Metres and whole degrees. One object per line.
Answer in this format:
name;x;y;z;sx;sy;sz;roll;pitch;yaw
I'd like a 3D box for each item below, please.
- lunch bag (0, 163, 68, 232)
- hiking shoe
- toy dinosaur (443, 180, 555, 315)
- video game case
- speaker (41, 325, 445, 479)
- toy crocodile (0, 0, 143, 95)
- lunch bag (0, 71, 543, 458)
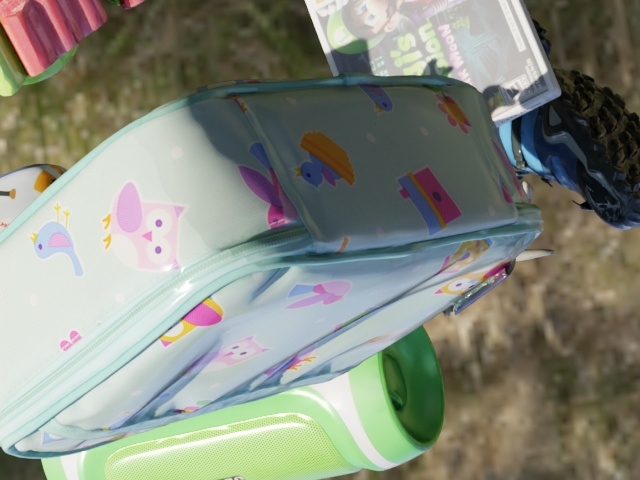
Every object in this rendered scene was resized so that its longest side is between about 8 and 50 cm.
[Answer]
lunch bag;-0.257;0.050;1.556;0.243;0.115;0.303;-23;165;-3
hiking shoe;0.196;-0.097;1.794;0.113;0.304;0.132;4;127;-41
toy dinosaur;0.000;0.000;1.491;0.313;0.121;0.160;-5;141;27
video game case;0.089;-0.166;1.645;0.173;0.190;0.022;-27;160;19
speaker;-0.062;0.131;1.492;0.296;0.131;0.131;-14;167;26
toy crocodile;-0.127;-0.175;1.146;0.340;0.105;0.115;-40;143;-20
lunch bag;-0.034;0.016;0.989;0.279;0.108;0.224;-7;154;-50
